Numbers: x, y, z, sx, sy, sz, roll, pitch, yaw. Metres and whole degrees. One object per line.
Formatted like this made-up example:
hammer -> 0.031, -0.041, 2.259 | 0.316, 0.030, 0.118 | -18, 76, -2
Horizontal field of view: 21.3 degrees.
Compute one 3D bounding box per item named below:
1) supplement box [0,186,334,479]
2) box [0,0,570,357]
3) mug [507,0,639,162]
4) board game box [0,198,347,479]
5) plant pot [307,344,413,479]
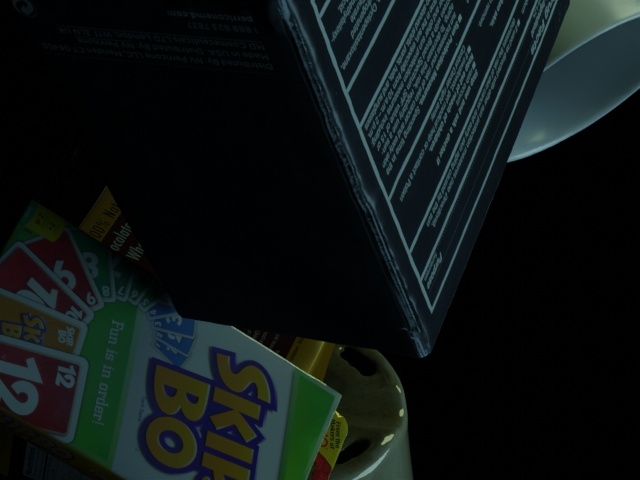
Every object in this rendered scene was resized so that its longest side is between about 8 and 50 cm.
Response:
supplement box -> -0.105, 0.090, 1.199 | 0.191, 0.194, 0.129 | -63, 172, -47
box -> -0.003, -0.141, 0.971 | 0.296, 0.182, 0.294 | -65, 148, -32
mug -> 0.167, -0.269, 1.909 | 0.374, 0.328, 0.276 | -37, 162, 17
board game box -> -0.099, 0.095, 1.035 | 0.039, 0.259, 0.124 | -25, -145, 55
plant pot -> -0.032, 0.257, 1.698 | 0.334, 0.333, 0.305 | -63, 161, -45
